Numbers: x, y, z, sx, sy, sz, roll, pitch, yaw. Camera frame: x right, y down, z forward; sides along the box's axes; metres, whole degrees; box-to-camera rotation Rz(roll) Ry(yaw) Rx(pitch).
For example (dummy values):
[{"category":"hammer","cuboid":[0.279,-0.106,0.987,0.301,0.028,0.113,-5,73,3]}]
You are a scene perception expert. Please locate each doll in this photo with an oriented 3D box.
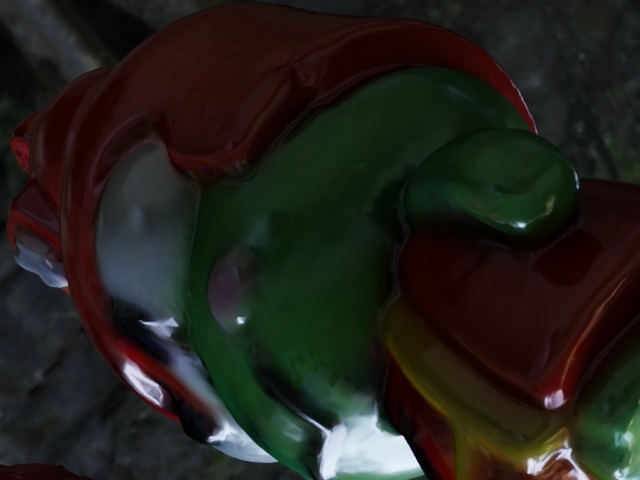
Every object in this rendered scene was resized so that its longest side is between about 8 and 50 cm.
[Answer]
[{"category":"doll","cuboid":[0.000,0.001,0.555,0.363,0.183,0.160,17,-121,40]}]

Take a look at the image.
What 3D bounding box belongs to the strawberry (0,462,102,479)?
[{"category":"strawberry","cuboid":[-0.209,0.251,0.807,0.291,0.292,0.310,-22,173,26]}]
